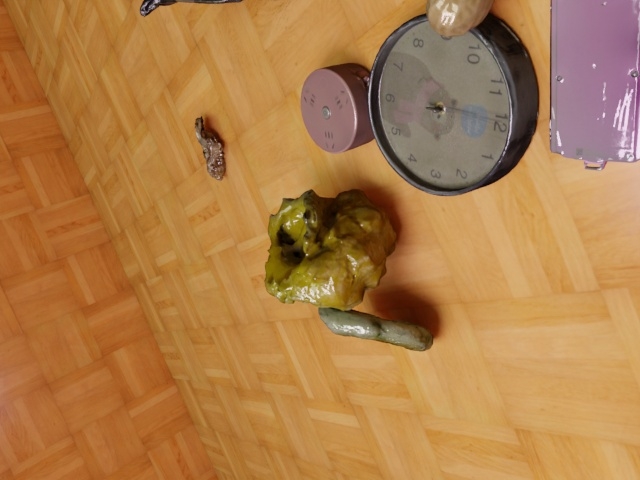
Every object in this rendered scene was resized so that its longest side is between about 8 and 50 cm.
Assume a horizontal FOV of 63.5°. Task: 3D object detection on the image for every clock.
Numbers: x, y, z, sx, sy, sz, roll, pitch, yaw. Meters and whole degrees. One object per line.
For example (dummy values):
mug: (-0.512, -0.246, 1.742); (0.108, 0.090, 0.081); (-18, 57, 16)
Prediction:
clock: (0.184, -0.200, 0.778); (0.281, 0.055, 0.280); (31, 133, 39)

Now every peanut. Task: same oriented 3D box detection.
peanut: (0.196, -0.337, 0.624); (0.082, 0.082, 0.187); (43, 122, 28)

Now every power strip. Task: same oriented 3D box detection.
power strip: (0.038, -0.238, 0.925); (0.154, 0.078, 0.154); (31, 133, 40)
power strip: (0.324, -0.220, 0.596); (0.109, 0.038, 0.278); (16, 123, 48)

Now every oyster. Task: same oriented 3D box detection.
oyster: (-0.294, -0.242, 1.378); (0.105, 0.056, 0.177); (9, 118, 63)

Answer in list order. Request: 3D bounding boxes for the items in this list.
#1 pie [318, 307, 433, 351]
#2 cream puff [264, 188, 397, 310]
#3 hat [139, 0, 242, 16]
pie: (0.100, 0.167, 0.988); (0.241, 0.241, 0.054); (4, 77, 52)
cream puff: (-0.001, 0.001, 0.950); (0.282, 0.282, 0.185); (15, 142, 48)
hat: (-0.197, -0.595, 0.986); (0.382, 0.257, 0.366); (15, 112, 6)
